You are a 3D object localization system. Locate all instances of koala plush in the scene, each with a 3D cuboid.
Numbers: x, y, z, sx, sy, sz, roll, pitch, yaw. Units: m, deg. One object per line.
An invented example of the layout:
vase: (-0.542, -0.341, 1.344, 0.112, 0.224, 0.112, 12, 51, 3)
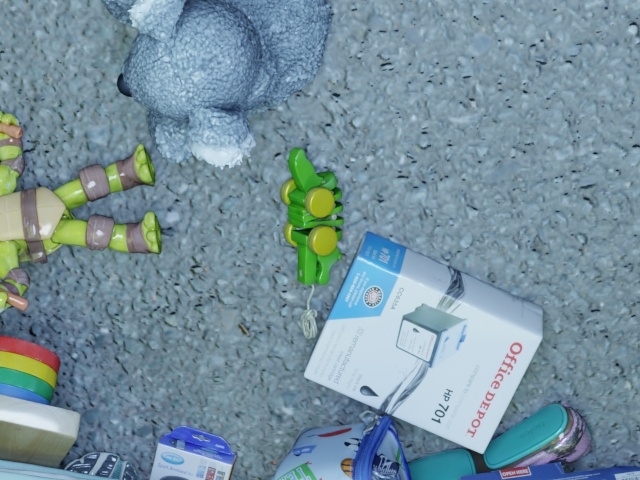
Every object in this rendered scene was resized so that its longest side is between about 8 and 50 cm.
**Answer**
koala plush: (-0.099, -0.166, 1.188, 0.203, 0.221, 0.196, -16, 104, 12)

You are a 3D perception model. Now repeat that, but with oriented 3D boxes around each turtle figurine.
turtle figurine: (-0.262, -0.010, 1.298, 0.217, 0.269, 0.087, -7, 148, -2)

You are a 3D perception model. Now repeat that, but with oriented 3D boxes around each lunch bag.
lunch bag: (0.043, 0.309, 1.251, 0.115, 0.243, 0.303, -10, 94, 12)

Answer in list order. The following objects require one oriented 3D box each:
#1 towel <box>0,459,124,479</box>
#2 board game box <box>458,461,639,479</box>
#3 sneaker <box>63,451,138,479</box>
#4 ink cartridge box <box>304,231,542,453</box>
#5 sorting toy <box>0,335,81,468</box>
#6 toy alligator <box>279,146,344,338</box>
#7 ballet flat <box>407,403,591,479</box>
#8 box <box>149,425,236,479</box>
towel: (-0.338, 0.366, 1.292, 0.374, 0.090, 0.320, 7, 84, 4)
board game box: (0.227, 0.298, 1.350, 0.194, 0.060, 0.194, -6, 135, -9)
sneaker: (-0.271, 0.346, 1.437, 0.107, 0.110, 0.275, 23, 90, -3)
ink cartridge box: (0.100, 0.097, 1.318, 0.191, 0.082, 0.139, 24, 109, 2)
sorting toy: (-0.370, 0.149, 1.331, 0.255, 0.257, 0.089, 16, 65, -13)
toy alligator: (0.000, 0.000, 1.319, 0.051, 0.056, 0.189, -15, 109, -30)
ballet flat: (0.168, 0.235, 1.362, 0.221, 0.077, 0.079, -28, 121, 15)
box: (-0.139, 0.262, 1.432, 0.081, 0.028, 0.136, 16, 111, 3)
